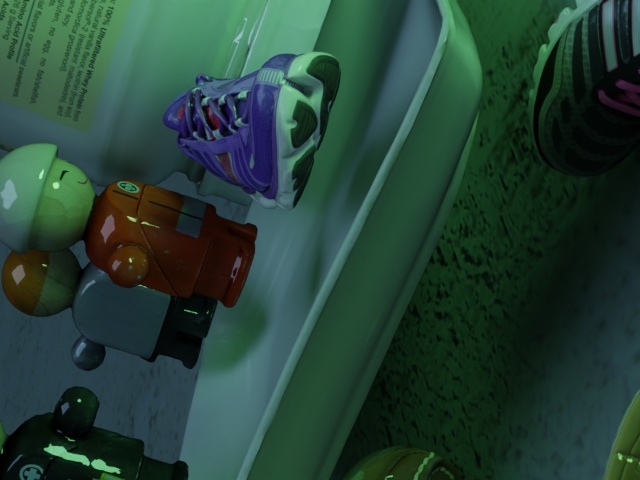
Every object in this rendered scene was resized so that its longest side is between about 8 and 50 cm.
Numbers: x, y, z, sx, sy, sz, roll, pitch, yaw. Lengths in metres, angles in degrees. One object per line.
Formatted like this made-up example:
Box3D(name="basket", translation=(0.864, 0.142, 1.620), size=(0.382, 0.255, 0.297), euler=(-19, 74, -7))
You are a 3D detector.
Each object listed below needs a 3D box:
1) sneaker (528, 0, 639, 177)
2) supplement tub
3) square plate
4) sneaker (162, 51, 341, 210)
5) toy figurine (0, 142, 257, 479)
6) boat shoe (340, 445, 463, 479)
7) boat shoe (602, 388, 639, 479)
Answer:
Box3D(name="sneaker", translation=(0.142, -0.075, 0.547), size=(0.170, 0.063, 0.075), euler=(-50, 34, 37))
Box3D(name="supplement tub", translation=(-0.159, -0.167, 0.813), size=(0.235, 0.325, 0.235), euler=(-160, 90, -84))
Box3D(name="square plate", translation=(0.000, 0.000, 0.714), size=(0.347, 0.049, 0.344), euler=(-90, 22, -64))
Box3D(name="sneaker", translation=(-0.038, -0.051, 0.658), size=(0.170, 0.071, 0.068), euler=(150, 138, -76))
Box3D(name="toy figurine", translation=(-0.140, 0.071, 0.774), size=(0.209, 0.148, 0.213), euler=(131, 156, -70))
Box3D(name="boat shoe", translation=(0.048, 0.245, 0.596), size=(0.116, 0.123, 0.324), euler=(-9, 60, 27))
Box3D(name="boat shoe", translation=(0.122, 0.133, 0.523), size=(0.059, 0.063, 0.170), euler=(114, 166, -79))
